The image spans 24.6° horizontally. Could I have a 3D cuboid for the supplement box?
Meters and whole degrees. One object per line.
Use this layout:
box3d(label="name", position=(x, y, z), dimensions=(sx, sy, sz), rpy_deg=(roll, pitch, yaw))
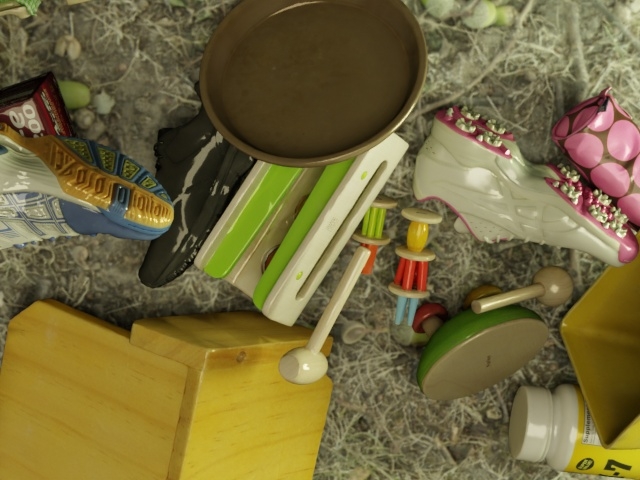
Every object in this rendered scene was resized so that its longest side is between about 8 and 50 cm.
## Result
box3d(label="supplement box", position=(-0.338, -0.118, 1.745), dimensions=(0.073, 0.239, 0.130), rpy_deg=(-19, 105, 1))

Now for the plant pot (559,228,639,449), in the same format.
box3d(label="plant pot", position=(0.462, 0.136, 1.865), dimensions=(0.187, 0.212, 0.212), rpy_deg=(13, 131, -26))

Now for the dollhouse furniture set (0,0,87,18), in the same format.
box3d(label="dollhouse furniture set", position=(-0.349, -0.344, 1.708), dimensions=(0.302, 0.197, 0.151), rpy_deg=(-13, 106, -1))

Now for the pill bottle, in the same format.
box3d(label="pill bottle", position=(0.363, 0.252, 1.948), dimensions=(0.209, 0.119, 0.119), rpy_deg=(7, 104, -5))

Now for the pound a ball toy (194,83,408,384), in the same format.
box3d(label="pound a ball toy", position=(0.000, 0.000, 1.815), dimensions=(0.208, 0.136, 0.319), rpy_deg=(33, 93, 24))

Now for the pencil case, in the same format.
box3d(label="pencil case", position=(0.396, -0.092, 1.881), dimensions=(0.209, 0.095, 0.098), rpy_deg=(48, 71, -15))

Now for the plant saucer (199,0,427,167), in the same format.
box3d(label="plant saucer", position=(-0.008, -0.202, 1.772), dimensions=(0.278, 0.041, 0.277), rpy_deg=(-4, 62, 8))

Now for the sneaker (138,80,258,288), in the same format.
box3d(label="sneaker", position=(-0.164, -0.075, 1.850), dimensions=(0.130, 0.109, 0.286), rpy_deg=(30, 93, -1))

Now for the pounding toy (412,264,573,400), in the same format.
box3d(label="pounding toy", position=(0.200, 0.099, 1.897), dimensions=(0.183, 0.110, 0.237), rpy_deg=(-9, 146, -31))

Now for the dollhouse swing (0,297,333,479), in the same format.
box3d(label="dollhouse swing", position=(-0.216, 0.246, 1.941), dimensions=(0.315, 0.305, 0.346), rpy_deg=(-2, 109, -46))

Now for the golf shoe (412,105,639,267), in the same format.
box3d(label="golf shoe", position=(0.254, -0.043, 1.861), dimensions=(0.306, 0.115, 0.140), rpy_deg=(34, 113, 9))

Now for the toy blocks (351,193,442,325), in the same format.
box3d(label="toy blocks", position=(0.089, 0.026, 1.882), dimensions=(0.123, 0.054, 0.148), rpy_deg=(20, 108, 34))

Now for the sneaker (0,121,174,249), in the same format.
box3d(label="sneaker", position=(-0.311, -0.045, 1.601), dimensions=(0.297, 0.112, 0.131), rpy_deg=(18, 118, -9))
